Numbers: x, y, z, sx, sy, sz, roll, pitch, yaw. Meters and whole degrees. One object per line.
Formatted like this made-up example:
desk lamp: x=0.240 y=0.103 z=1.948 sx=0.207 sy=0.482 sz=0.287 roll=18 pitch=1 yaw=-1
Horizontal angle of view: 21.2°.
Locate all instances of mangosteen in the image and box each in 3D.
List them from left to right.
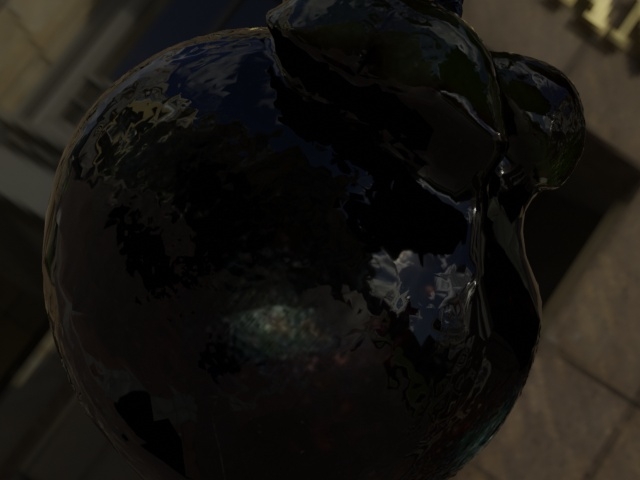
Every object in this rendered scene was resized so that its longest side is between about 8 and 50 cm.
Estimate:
mangosteen: x=0.000 y=0.000 z=0.689 sx=0.243 sy=0.243 sz=0.243 roll=32 pitch=-17 yaw=11
